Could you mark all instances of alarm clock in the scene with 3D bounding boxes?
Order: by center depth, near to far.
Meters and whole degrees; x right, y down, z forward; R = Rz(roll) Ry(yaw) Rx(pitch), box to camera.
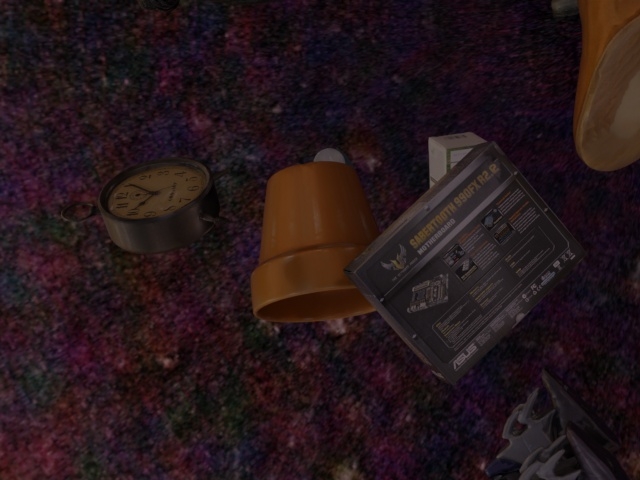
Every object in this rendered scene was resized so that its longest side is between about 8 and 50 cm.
[{"bbox_3d":[-0.199,-0.037,0.907,0.192,0.129,0.064,-2,127,5],"label":"alarm clock"}]

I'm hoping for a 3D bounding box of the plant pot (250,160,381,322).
[{"bbox_3d":[0.000,0.000,1.106,0.205,0.205,0.187,-16,72,28],"label":"plant pot"}]

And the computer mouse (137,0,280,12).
[{"bbox_3d":[-0.094,-0.365,1.069,0.272,0.188,0.072,-1,142,19],"label":"computer mouse"}]

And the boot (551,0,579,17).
[{"bbox_3d":[0.453,-0.470,1.255,0.247,0.083,0.161,-24,107,32],"label":"boot"}]

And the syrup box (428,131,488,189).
[{"bbox_3d":[0.274,-0.085,1.584,0.093,0.096,0.236,-9,113,-12],"label":"syrup box"}]

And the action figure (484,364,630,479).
[{"bbox_3d":[0.101,0.231,0.606,0.099,0.185,0.285,45,107,3],"label":"action figure"}]

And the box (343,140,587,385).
[{"bbox_3d":[0.172,0.026,0.948,0.231,0.056,0.183,-43,98,-7],"label":"box"}]

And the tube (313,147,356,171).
[{"bbox_3d":[0.032,-0.128,1.377,0.052,0.207,0.080,-28,89,11],"label":"tube"}]

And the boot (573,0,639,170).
[{"bbox_3d":[0.257,-0.229,0.712,0.104,0.211,0.295,7,113,-22],"label":"boot"}]
